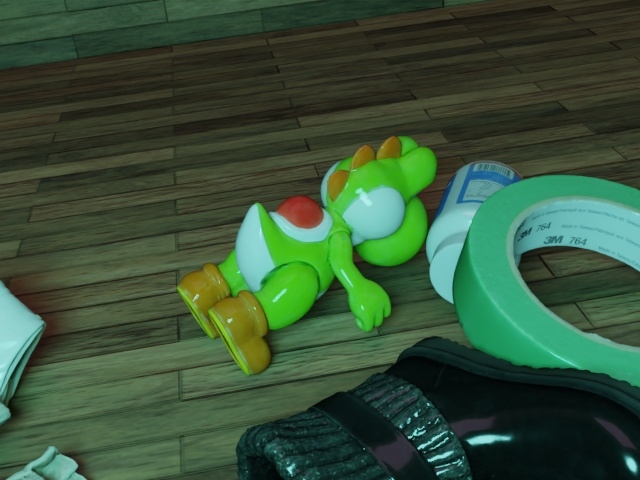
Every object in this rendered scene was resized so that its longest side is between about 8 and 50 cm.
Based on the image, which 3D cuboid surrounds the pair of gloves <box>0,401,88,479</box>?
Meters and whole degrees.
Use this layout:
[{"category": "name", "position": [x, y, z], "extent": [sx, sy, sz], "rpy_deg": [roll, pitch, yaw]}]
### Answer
[{"category": "pair of gloves", "position": [-0.351, 0.242, 0.868], "extent": [0.240, 0.042, 0.204], "rpy_deg": [31, 43, 25]}]

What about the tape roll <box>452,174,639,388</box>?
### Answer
[{"category": "tape roll", "position": [0.309, 0.057, 0.986], "extent": [0.321, 0.077, 0.321], "rpy_deg": [7, 42, -6]}]

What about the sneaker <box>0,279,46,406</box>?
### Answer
[{"category": "sneaker", "position": [-0.445, 0.167, 1.013], "extent": [0.292, 0.169, 0.108], "rpy_deg": [-51, 0, -13]}]

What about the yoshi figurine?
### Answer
[{"category": "yoshi figurine", "position": [0.014, 0.022, 1.146], "extent": [0.362, 0.204, 0.203], "rpy_deg": [-38, -4, -14]}]

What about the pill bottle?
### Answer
[{"category": "pill bottle", "position": [0.207, -0.008, 1.189], "extent": [0.124, 0.124, 0.221], "rpy_deg": [3, 30, 18]}]

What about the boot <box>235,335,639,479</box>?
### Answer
[{"category": "boot", "position": [0.118, 0.207, 0.787], "extent": [0.260, 0.131, 0.347], "rpy_deg": [-21, 20, -39]}]
